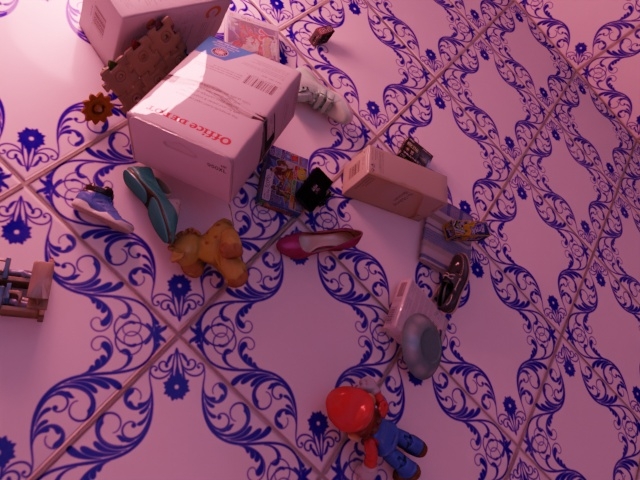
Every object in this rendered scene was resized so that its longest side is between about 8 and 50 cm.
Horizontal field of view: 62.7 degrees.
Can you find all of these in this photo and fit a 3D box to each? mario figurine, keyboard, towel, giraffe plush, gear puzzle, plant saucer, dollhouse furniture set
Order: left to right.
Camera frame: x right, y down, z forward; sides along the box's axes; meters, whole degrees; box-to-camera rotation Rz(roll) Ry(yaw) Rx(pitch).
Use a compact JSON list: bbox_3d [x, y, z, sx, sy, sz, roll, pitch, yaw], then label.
[{"bbox_3d":[-0.612,0.074,1.058,0.129,0.184,0.129,11,64,-27],"label":"dollhouse furniture set"},{"bbox_3d":[-0.488,-0.425,1.383,0.044,0.175,0.339,34,74,29],"label":"gear puzzle"},{"bbox_3d":[-0.285,0.029,1.304,0.171,0.181,0.210,-13,86,-13],"label":"giraffe plush"},{"bbox_3d":[-0.018,-0.142,1.599,0.100,0.038,0.192,46,40,-11],"label":"keyboard"},{"bbox_3d":[0.126,0.493,1.376,0.320,0.170,0.198,45,17,-19],"label":"mario figurine"},{"bbox_3d":[0.312,0.311,1.553,0.195,0.037,0.195,14,70,-43],"label":"plant saucer"},{"bbox_3d":[0.437,-0.006,1.815,0.209,0.034,0.285,26,57,-18],"label":"towel"}]

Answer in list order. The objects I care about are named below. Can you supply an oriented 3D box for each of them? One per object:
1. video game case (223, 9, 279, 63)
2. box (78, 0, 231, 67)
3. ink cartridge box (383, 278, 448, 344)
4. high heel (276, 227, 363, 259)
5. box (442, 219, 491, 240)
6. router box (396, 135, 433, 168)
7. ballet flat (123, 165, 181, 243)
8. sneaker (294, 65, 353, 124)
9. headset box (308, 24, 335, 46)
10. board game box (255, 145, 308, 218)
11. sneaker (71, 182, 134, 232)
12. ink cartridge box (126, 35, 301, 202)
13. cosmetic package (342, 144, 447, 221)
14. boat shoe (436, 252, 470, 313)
[{"bbox_3d":[-0.220,-0.640,1.695,0.183,0.023,0.201,9,63,-24],"label":"video game case"},{"bbox_3d":[-0.454,-0.635,1.455,0.345,0.215,0.168,-31,86,-37],"label":"box"},{"bbox_3d":[0.298,0.256,1.617,0.224,0.056,0.181,47,51,-28],"label":"ink cartridge box"},{"bbox_3d":[0.000,0.000,1.499,0.244,0.117,0.082,4,67,-30],"label":"high heel"},{"bbox_3d":[0.506,-0.033,1.814,0.169,0.054,0.059,0,67,-30],"label":"box"},{"bbox_3d":[0.339,-0.302,1.887,0.122,0.038,0.092,37,54,-12],"label":"router box"},{"bbox_3d":[-0.396,-0.099,1.301,0.087,0.083,0.247,-20,61,-39],"label":"ballet flat"},{"bbox_3d":[-0.021,-0.447,1.702,0.256,0.094,0.151,42,47,4],"label":"sneaker"},{"bbox_3d":[0.001,-0.725,1.863,0.083,0.062,0.032,-33,87,-38],"label":"headset box"},{"bbox_3d":[-0.113,-0.177,1.563,0.136,0.035,0.201,20,60,-23],"label":"board game box"},{"bbox_3d":[-0.508,-0.084,1.270,0.152,0.058,0.084,27,65,-10],"label":"sneaker"},{"bbox_3d":[-0.263,-0.325,1.368,0.285,0.166,0.395,24,52,6],"label":"ink cartridge box"},{"bbox_3d":[0.241,-0.178,1.700,0.309,0.160,0.113,17,62,-22],"label":"cosmetic package"},{"bbox_3d":[0.423,0.131,1.686,0.065,0.075,0.206,23,80,-38],"label":"boat shoe"}]
